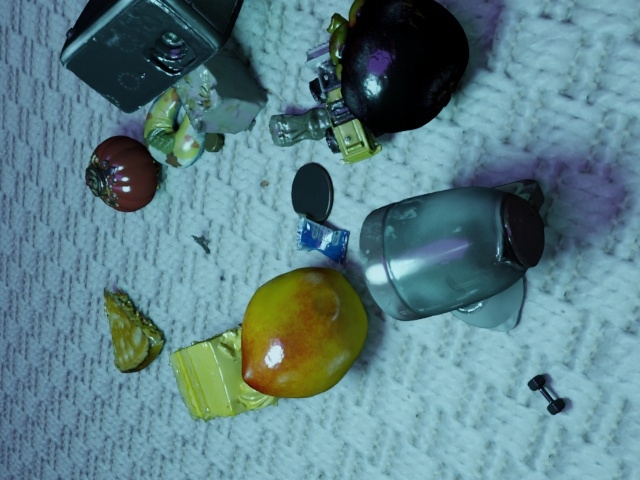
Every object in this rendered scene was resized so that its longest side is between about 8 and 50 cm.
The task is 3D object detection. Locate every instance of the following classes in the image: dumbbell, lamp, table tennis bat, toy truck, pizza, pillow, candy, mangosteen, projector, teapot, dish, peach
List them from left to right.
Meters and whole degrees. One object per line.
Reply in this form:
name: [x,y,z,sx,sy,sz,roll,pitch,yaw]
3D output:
lamp: [-0.575,-0.190,2.223,0.227,0.227,0.226,11,107,40]
pizza: [-0.622,0.310,2.478,0.288,0.074,0.251,45,125,27]
projector: [-0.376,-0.566,1.813,0.395,0.242,0.405,-24,41,40]
pillow: [-0.405,-0.312,2.145,0.233,0.086,0.214,34,110,35]
candy: [-0.252,-0.363,1.921,0.137,0.195,0.184,-40,68,35]
peach: [-0.043,0.218,1.783,0.289,0.308,0.288,17,124,26]
table tennis bat: [-0.025,-0.081,1.891,0.130,0.019,0.220,19,110,38]
candy: [0.000,0.001,1.863,0.136,0.038,0.088,17,114,20]
toy truck: [0.048,-0.311,1.687,0.136,0.111,0.285,-20,87,17]
mangosteen: [0.132,-0.365,1.522,0.302,0.275,0.275,39,123,20]
teapot: [0.278,-0.010,1.451,0.312,0.315,0.233,-17,113,36]
dish: [0.322,0.085,1.576,0.224,0.078,0.246,54,129,20]
dumbbell: [0.452,0.309,1.538,0.083,0.036,0.040,53,129,19]

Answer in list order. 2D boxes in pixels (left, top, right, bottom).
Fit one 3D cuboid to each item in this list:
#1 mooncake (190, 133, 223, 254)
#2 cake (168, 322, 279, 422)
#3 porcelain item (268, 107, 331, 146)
mooncake: [-0.314,-0.124,2.115,0.150,0.057,0.346,52,132,37]
cake: [-0.214,0.339,2.021,0.286,0.222,0.227,-24,85,42]
porcelain item: [-0.020,-0.272,1.819,0.216,0.069,0.081,-4,92,38]
